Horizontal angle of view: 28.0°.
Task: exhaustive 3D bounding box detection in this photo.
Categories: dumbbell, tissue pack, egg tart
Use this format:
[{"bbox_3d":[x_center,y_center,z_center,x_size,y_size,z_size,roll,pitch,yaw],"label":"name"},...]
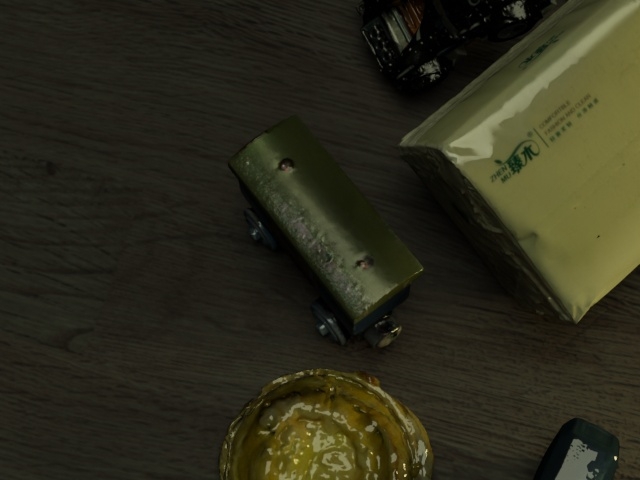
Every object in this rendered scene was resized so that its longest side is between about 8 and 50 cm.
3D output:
[{"bbox_3d":[0.408,0.347,1.532,0.325,0.160,0.144,28,44,11],"label":"dumbbell"},{"bbox_3d":[0.337,-0.124,1.622,0.380,0.207,0.297,-42,106,-7],"label":"tissue pack"},{"bbox_3d":[0.008,0.286,1.585,0.279,0.095,0.279,0,71,0],"label":"egg tart"}]

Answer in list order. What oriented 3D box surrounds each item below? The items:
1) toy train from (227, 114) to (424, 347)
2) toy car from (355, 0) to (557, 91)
[{"bbox_3d":[0.000,0.000,1.635,0.131,0.202,0.299,-36,73,-11],"label":"toy train"},{"bbox_3d":[0.189,-0.327,1.735,0.301,0.118,0.193,-27,74,33],"label":"toy car"}]
